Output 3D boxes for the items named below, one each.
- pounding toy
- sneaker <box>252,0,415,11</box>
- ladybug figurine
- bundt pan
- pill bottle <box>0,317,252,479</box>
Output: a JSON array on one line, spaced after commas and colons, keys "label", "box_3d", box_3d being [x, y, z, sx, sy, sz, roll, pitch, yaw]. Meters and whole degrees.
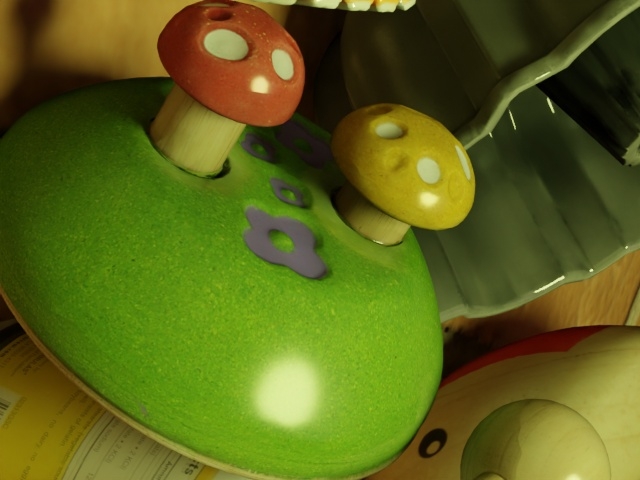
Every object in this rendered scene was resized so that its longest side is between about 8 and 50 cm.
[{"label": "pounding toy", "box_3d": [0.000, 0.000, 0.589, 0.183, 0.237, 0.110, -5, 138, -48]}, {"label": "sneaker", "box_3d": [-0.028, -0.127, 0.621, 0.215, 0.084, 0.083, -5, 103, -52]}, {"label": "ladybug figurine", "box_3d": [0.148, 0.192, 1.169, 0.449, 0.162, 0.305, 22, 88, -66]}, {"label": "bundt pan", "box_3d": [0.138, -0.099, 0.837, 0.331, 0.124, 0.331, -26, 158, -11]}, {"label": "pill bottle", "box_3d": [-0.057, 0.104, 0.637, 0.103, 0.184, 0.103, -46, 147, -41]}]
